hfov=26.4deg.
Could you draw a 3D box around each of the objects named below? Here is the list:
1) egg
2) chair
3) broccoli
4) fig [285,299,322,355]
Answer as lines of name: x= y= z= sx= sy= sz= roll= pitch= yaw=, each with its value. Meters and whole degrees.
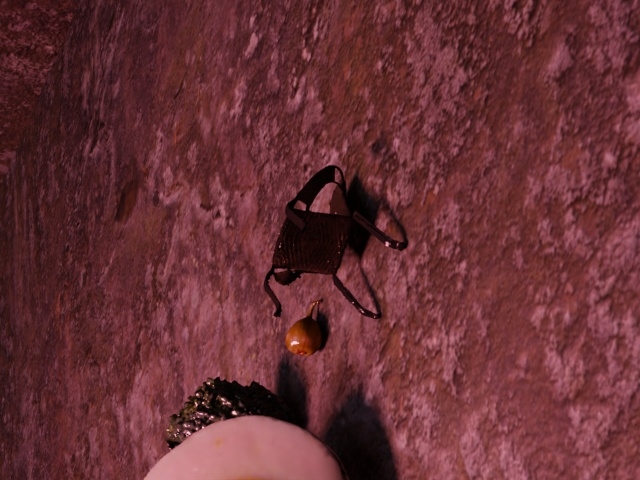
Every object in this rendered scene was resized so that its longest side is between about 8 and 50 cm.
egg: x=-0.082 y=0.400 z=1.735 sx=0.201 sy=0.337 sz=0.337 roll=50 pitch=-144 yaw=-59
chair: x=0.000 y=0.000 z=1.772 sx=0.213 sy=0.149 sz=0.174 roll=-119 pitch=42 yaw=-58
broccoli: x=-0.110 y=0.316 z=1.972 sx=0.198 sy=0.177 sz=0.275 roll=41 pitch=160 yaw=22
fig: x=-0.017 y=0.121 z=1.890 sx=0.050 sy=0.050 sz=0.083 roll=-35 pitch=32 yaw=58
